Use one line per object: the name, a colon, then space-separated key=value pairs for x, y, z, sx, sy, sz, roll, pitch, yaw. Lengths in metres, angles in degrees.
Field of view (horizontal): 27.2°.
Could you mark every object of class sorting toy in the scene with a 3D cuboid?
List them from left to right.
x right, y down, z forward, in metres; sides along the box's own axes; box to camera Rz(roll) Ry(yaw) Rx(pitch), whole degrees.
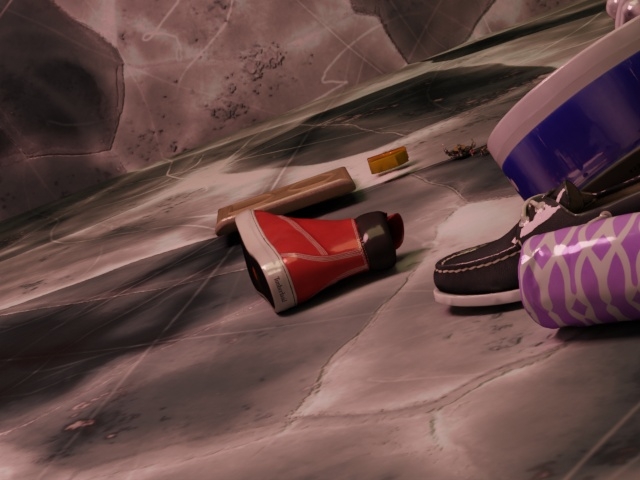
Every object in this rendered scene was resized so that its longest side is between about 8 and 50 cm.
sorting toy: x=-0.007 y=-0.069 z=1.978 sx=0.307 sy=0.041 sz=0.229 roll=-19 pitch=7 yaw=0

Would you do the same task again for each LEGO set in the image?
LEGO set: x=0.215 y=-0.130 z=1.943 sx=0.054 sy=0.023 sz=0.083 roll=-27 pitch=27 yaw=-24

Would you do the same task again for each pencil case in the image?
pencil case: x=0.256 y=0.021 z=1.027 sx=0.206 sy=0.086 sz=0.088 roll=-8 pitch=-18 yaw=37

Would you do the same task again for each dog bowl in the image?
dog bowl: x=0.303 y=-0.124 z=1.306 sx=0.265 sy=0.104 sz=0.265 roll=-30 pitch=-11 yaw=-7

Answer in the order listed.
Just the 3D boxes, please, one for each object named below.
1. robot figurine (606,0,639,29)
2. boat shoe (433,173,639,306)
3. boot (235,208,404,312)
robot figurine: x=0.537 y=-0.307 z=1.786 sx=0.300 sy=0.199 sz=0.353 roll=27 pitch=40 yaw=36
boat shoe: x=0.235 y=-0.013 z=1.185 sx=0.303 sy=0.091 sz=0.114 roll=-15 pitch=13 yaw=19
boot: x=0.000 y=0.000 z=1.529 sx=0.176 sy=0.088 sz=0.244 roll=-21 pitch=20 yaw=-9
